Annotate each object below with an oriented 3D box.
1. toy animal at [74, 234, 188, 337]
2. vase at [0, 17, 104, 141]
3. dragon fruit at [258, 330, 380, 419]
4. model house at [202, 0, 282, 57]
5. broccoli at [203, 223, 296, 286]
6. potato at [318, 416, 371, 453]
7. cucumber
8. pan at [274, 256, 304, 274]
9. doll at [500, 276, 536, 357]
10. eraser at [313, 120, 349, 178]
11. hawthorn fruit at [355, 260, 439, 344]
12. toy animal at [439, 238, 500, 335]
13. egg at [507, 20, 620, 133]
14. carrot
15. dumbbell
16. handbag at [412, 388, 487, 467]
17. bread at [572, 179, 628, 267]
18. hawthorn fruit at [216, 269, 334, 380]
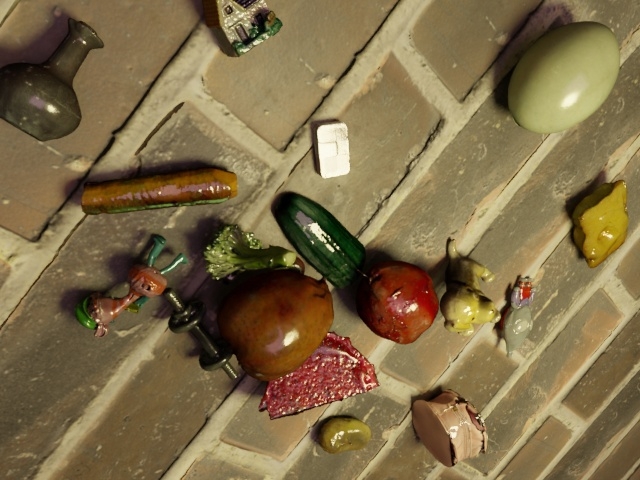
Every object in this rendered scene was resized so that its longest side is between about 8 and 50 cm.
[{"bbox_3d":[-0.339,0.086,0.872,0.208,0.100,0.103,-46,160,-3],"label":"toy animal"},{"bbox_3d":[-0.389,-0.239,0.699,0.120,0.120,0.182,33,81,-30],"label":"vase"},{"bbox_3d":[-0.020,0.302,1.061,0.262,0.162,0.189,-14,145,-14],"label":"dragon fruit"},{"bbox_3d":[-0.128,-0.364,0.764,0.101,0.088,0.100,-37,122,-9],"label":"model house"},{"bbox_3d":[-0.122,0.028,0.871,0.118,0.204,0.122,-49,126,-36],"label":"broccoli"},{"bbox_3d":[0.059,0.492,1.209,0.138,0.070,0.091,7,107,-27],"label":"potato"},{"bbox_3d":[0.000,0.000,0.987,0.115,0.063,0.244,-48,119,1],"label":"cucumber"},{"bbox_3d":[-0.068,0.089,1.014,0.069,0.023,0.115,8,107,-27],"label":"pan"},{"bbox_3d":[0.535,0.211,1.296,0.102,0.075,0.227,8,96,-35],"label":"doll"},{"bbox_3d":[0.022,-0.179,0.941,0.065,0.026,0.105,-11,115,-16],"label":"eraser"},{"bbox_3d":[0.148,0.124,1.020,0.181,0.181,0.235,-52,131,4],"label":"hawthorn fruit"},{"bbox_3d":[0.338,0.126,1.095,0.121,0.233,0.168,-24,121,27],"label":"toy animal"},{"bbox_3d":[0.500,-0.335,0.986,0.253,0.186,0.186,-48,121,5],"label":"egg"},{"bbox_3d":[-0.275,-0.085,0.833,0.260,0.070,0.070,-9,114,-17],"label":"carrot"},{"bbox_3d":[-0.235,0.190,0.953,0.082,0.081,0.253,-33,120,-8],"label":"dumbbell"},{"bbox_3d":[0.345,0.498,1.277,0.117,0.179,0.204,-23,119,-21],"label":"handbag"},{"bbox_3d":[0.741,-0.041,1.273,0.161,0.088,0.233,-32,123,-2],"label":"bread"},{"bbox_3d":[-0.076,0.141,0.927,0.248,0.208,0.208,-39,122,-21],"label":"hawthorn fruit"}]
